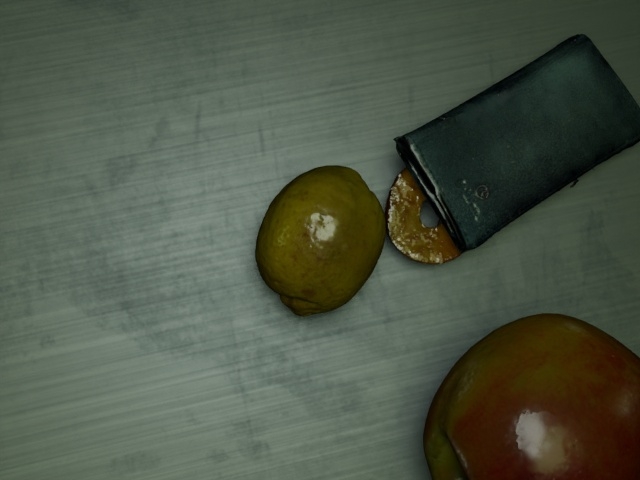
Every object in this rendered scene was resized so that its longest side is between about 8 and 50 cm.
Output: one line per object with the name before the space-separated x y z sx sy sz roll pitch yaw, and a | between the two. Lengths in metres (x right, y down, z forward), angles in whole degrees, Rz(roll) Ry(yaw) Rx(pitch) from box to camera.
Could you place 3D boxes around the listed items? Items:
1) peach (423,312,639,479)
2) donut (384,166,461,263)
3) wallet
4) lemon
peach | 0.302 0.250 1.254 0.332 0.308 0.307 -25 86 -28
donut | 0.158 -0.039 1.381 0.152 0.058 0.151 1 83 -6
wallet | 0.298 -0.150 1.381 0.379 0.046 0.190 -32 89 -23
lemon | 0.000 0.000 1.304 0.170 0.170 0.207 30 86 -2
